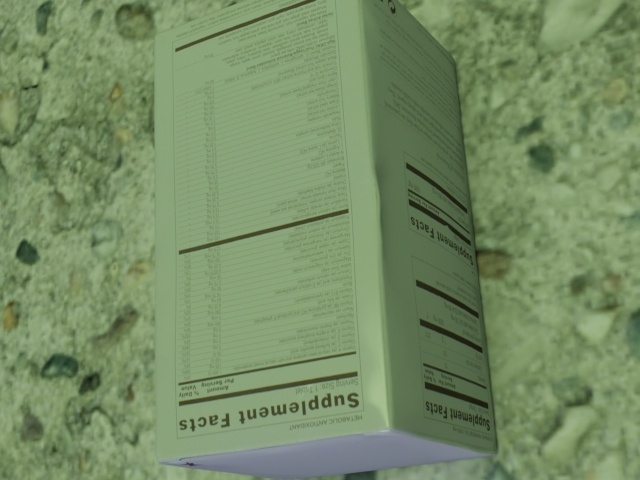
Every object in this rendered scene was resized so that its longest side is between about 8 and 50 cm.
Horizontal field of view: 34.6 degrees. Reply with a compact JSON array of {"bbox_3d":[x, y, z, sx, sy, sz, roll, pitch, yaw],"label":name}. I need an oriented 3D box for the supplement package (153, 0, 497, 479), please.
[{"bbox_3d":[0.000,0.000,0.567,0.139,0.134,0.244,-13,69,28],"label":"supplement package"}]
